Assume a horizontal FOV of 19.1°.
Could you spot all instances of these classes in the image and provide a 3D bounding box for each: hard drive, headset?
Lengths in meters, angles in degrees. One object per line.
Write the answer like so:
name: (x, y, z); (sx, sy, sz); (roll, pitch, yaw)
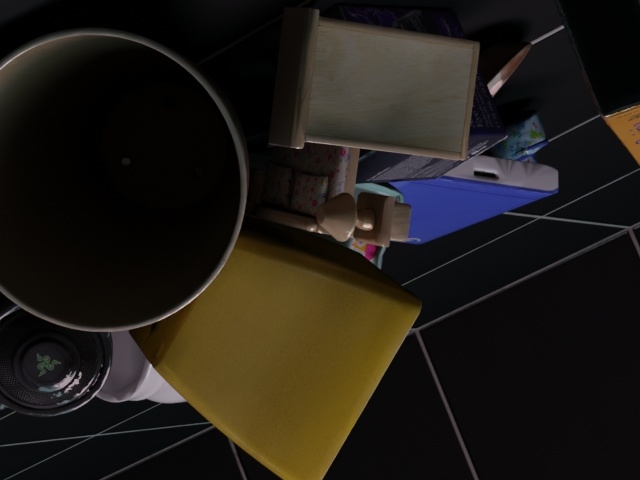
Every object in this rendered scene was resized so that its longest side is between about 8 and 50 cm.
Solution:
hard drive: (0.127, -0.054, 2.425); (0.210, 0.040, 0.318); (7, 166, -27)
headset: (-0.318, 0.087, 1.871); (0.394, 0.185, 0.243); (-54, -157, -20)

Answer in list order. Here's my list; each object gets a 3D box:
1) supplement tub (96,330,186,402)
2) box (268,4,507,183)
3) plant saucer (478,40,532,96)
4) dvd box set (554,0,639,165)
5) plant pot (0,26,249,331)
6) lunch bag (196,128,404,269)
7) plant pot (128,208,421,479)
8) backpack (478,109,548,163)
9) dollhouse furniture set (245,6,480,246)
supplement tub: (-0.129, 0.063, 2.285); (0.331, 0.241, 0.241); (-11, 164, -41)
box: (0.070, -0.147, 1.930); (0.108, 0.153, 0.207); (-31, 165, 36)
plant saucer: (0.163, -0.160, 2.167); (0.198, 0.036, 0.198); (-47, 176, -5)
dvd box set: (0.235, -0.212, 1.578); (0.062, 0.308, 0.420); (-22, 169, 13)
plant pot: (-0.170, -0.070, 1.715); (0.256, 0.257, 0.274); (-24, -175, 10)
lunch bag: (-0.055, -0.037, 2.049); (0.262, 0.160, 0.223); (17, -176, -3)
plant pot: (-0.061, 0.084, 1.821); (0.212, 0.187, 0.212); (-60, -159, 3)
backpack: (0.240, -0.118, 2.486); (0.114, 0.084, 0.105); (-27, -173, -17)
dollhouse furniture set: (-0.029, -0.162, 1.718); (0.173, 0.303, 0.355); (5, -176, -31)
